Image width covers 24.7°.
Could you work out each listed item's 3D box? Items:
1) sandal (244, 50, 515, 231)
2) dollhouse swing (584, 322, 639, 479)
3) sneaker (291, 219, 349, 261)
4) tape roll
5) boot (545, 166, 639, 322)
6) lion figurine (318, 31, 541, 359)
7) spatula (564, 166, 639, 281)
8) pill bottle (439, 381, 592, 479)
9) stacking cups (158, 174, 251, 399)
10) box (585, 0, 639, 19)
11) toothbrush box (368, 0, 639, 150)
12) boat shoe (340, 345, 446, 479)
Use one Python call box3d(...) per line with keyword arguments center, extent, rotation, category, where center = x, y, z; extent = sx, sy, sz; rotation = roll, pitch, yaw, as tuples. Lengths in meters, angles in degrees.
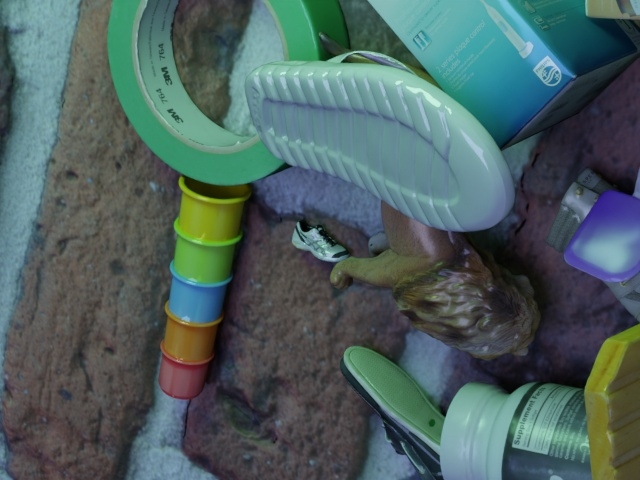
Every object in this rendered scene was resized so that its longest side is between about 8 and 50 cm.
box3d(center=(0.066, -0.132, 1.545), extent=(0.416, 0.102, 0.169), rotation=(25, 139, 47), category="sandal")
box3d(center=(0.468, 0.208, 1.422), extent=(0.315, 0.305, 0.347), rotation=(2, 105, 33), category="dollhouse swing")
box3d(center=(0.000, 0.000, 1.829), extent=(0.083, 0.032, 0.037), rotation=(21, 116, 26), category="sneaker")
box3d(center=(-0.118, -0.231, 1.806), extent=(0.321, 0.077, 0.321), rotation=(11, 112, 30), category="tape roll")
box3d(center=(0.349, -0.032, 1.565), extent=(0.165, 0.077, 0.213), rotation=(41, 123, 19), category="boot")
box3d(center=(0.116, -0.052, 1.661), extent=(0.240, 0.142, 0.392), rotation=(5, 116, 47), category="lion figurine")
box3d(center=(0.349, -0.096, 1.509), extent=(0.084, 0.030, 0.296), rotation=(28, 98, 31), category="spatula")
box3d(center=(0.286, 0.245, 1.640), extent=(0.278, 0.162, 0.162), rotation=(7, 109, 32), category="pill bottle")
box3d(center=(-0.162, 0.068, 1.918), extent=(0.096, 0.096, 0.316), rotation=(24, 117, 25), category="stacking cups")
box3d(center=(0.352, -0.291, 1.434), extent=(0.170, 0.091, 0.130), rotation=(6, 125, 24), category="box")
box3d(center=(0.173, -0.258, 1.518), extent=(0.295, 0.216, 0.126), rotation=(51, 125, 8), category="toothbrush box")
box3d(center=(0.103, 0.229, 1.804), extent=(0.233, 0.084, 0.079), rotation=(45, 124, 10), category="boat shoe")
